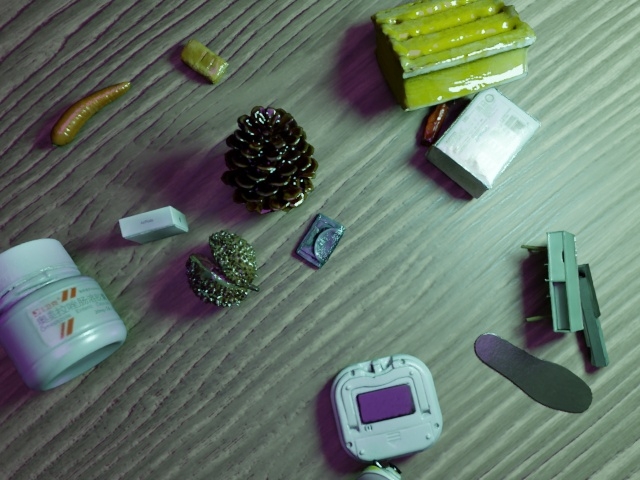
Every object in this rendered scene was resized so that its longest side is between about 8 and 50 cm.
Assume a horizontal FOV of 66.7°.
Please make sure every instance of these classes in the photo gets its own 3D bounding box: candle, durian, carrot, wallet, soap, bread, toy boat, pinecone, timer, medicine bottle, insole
[{"bbox_3d":[0.318,-0.330,1.314,0.053,0.048,0.162,28,81,-26],"label":"candle"},{"bbox_3d":[-0.235,0.076,1.227,0.195,0.167,0.196,0,108,1],"label":"durian"},{"bbox_3d":[-0.635,-0.357,1.323,0.271,0.062,0.066,-48,52,-9],"label":"carrot"},{"bbox_3d":[0.000,0.000,1.285,0.088,0.026,0.129,31,84,5],"label":"wallet"},{"bbox_3d":[0.318,-0.497,1.236,0.334,0.156,0.294,-18,50,-2],"label":"soap"},{"bbox_3d":[-0.321,-0.491,1.337,0.132,0.053,0.074,38,84,7],"label":"bread"},{"bbox_3d":[0.130,0.599,1.123,0.140,0.141,0.270,28,118,4],"label":"toy boat"},{"bbox_3d":[-0.129,-0.204,1.189,0.246,0.292,0.247,1,59,-1],"label":"pinecone"},{"bbox_3d":[0.160,0.413,1.201,0.261,0.087,0.237,-13,83,0],"label":"timer"},{"bbox_3d":[-0.641,0.172,1.160,0.241,0.241,0.302,-36,84,-4],"label":"medicine bottle"},{"bbox_3d":[0.544,0.341,1.248,0.327,0.007,0.111,30,83,4],"label":"insole"}]

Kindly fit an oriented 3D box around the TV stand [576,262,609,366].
[{"bbox_3d":[0.688,0.188,1.240,0.040,0.048,0.257,-15,82,37],"label":"TV stand"}]

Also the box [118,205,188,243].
[{"bbox_3d":[-0.421,-0.037,1.241,0.130,0.129,0.051,-16,83,-2],"label":"box"}]

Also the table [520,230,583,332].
[{"bbox_3d":[0.575,0.104,1.216,0.111,0.121,0.240,-7,80,39],"label":"table"}]

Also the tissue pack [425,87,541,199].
[{"bbox_3d":[0.417,-0.257,1.265,0.185,0.124,0.225,40,83,6],"label":"tissue pack"}]
